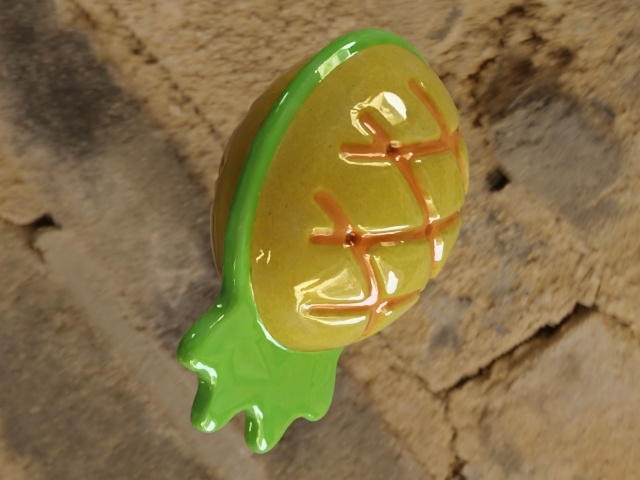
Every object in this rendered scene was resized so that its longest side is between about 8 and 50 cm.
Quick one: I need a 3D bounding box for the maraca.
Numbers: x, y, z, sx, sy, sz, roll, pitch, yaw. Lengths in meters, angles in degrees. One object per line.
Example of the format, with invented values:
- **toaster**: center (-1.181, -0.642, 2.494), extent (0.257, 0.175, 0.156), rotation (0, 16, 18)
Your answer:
- **maraca**: center (0.000, 0.000, 0.633), extent (0.099, 0.127, 0.185), rotation (20, -97, 39)
